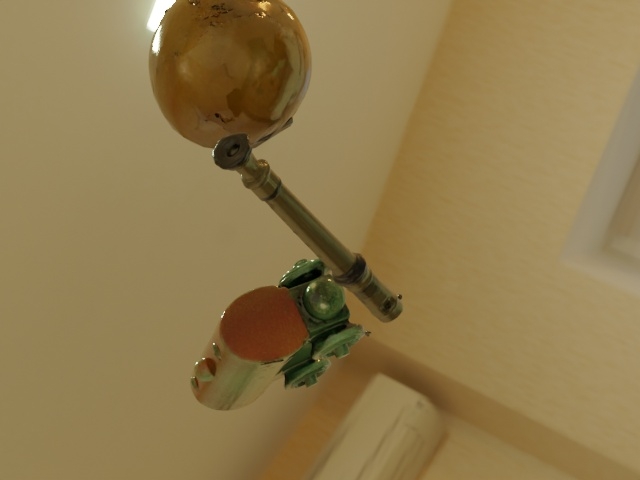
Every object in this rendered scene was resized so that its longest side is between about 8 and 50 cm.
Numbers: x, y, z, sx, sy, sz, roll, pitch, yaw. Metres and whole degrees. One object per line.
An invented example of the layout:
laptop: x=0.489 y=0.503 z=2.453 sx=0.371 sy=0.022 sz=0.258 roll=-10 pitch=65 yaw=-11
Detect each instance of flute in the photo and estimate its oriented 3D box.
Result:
flute: x=0.000 y=0.000 z=0.755 sx=0.027 sy=0.027 sz=0.233 roll=-59 pitch=-37 yaw=-12

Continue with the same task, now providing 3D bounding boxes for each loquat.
loquat: x=-0.123 y=-0.237 z=1.605 sx=0.235 sy=0.235 sz=0.235 roll=-46 pitch=-29 yaw=-36

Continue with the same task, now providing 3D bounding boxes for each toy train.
toy train: x=-0.061 y=0.115 z=1.323 sx=0.177 sy=0.116 sz=0.285 roll=-22 pitch=-12 yaw=-20
